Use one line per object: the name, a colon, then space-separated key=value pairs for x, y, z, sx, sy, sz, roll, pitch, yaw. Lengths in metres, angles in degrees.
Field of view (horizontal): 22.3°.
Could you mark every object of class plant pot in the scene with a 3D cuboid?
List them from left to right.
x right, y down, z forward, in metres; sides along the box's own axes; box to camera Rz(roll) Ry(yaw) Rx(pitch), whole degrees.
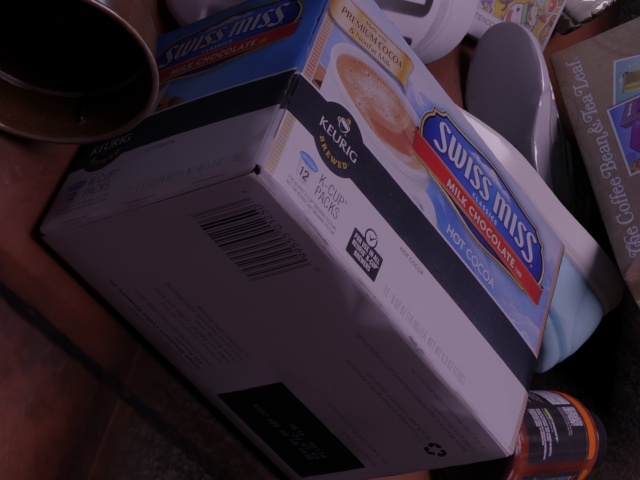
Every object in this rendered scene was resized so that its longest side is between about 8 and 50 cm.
plant pot: x=-0.188 y=-0.185 z=1.193 sx=0.167 sy=0.167 sz=0.165 roll=41 pitch=41 yaw=-36

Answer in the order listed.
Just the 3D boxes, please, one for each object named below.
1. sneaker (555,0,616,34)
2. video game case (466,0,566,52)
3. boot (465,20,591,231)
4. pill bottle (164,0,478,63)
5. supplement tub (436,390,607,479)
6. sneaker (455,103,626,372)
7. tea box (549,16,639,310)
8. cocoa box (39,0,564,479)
sneaker: x=0.321 y=-0.359 z=1.919 sx=0.118 sy=0.107 sz=0.279 roll=50 pitch=42 yaw=-16
video game case: x=0.214 y=-0.317 z=1.737 sx=0.206 sy=0.026 sz=0.227 roll=20 pitch=96 yaw=-47
boot: x=0.228 y=-0.103 z=1.743 sx=0.123 sy=0.095 sz=0.258 roll=-7 pitch=93 yaw=-58
pill bottle: x=0.007 y=-0.236 z=1.436 sx=0.283 sy=0.161 sz=0.161 roll=2 pitch=78 yaw=-52
supplement tub: x=0.202 y=0.199 z=1.591 sx=0.198 sy=0.106 sz=0.106 roll=7 pitch=74 yaw=-50
sneaker: x=0.142 y=-0.008 z=1.567 sx=0.366 sy=0.135 sz=0.150 roll=42 pitch=75 yaw=-18
tea box: x=0.424 y=-0.033 z=1.725 sx=0.323 sy=0.220 sz=0.329 roll=51 pitch=22 yaw=-46
cocoa box: x=0.000 y=0.000 z=1.297 sx=0.347 sy=0.231 sz=0.228 roll=48 pitch=45 yaw=-30
